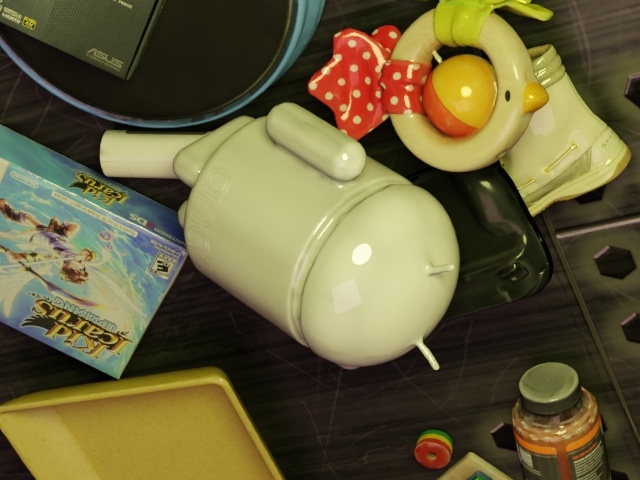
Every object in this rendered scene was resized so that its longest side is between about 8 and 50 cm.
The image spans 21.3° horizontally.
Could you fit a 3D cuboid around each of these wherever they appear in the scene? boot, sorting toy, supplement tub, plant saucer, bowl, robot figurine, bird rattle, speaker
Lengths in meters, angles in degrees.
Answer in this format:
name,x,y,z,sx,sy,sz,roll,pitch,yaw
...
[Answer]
name,x,y,z,sx,sy,sz,roll,pitch,yaw
boot,0.196,-0.105,1.781,0.213,0.077,0.165,-25,114,35
sorting toy,0.206,0.354,2.153,0.274,0.046,0.132,35,128,-13
supplement tub,0.284,0.240,2.004,0.106,0.106,0.198,-3,126,17
plant saucer,-0.198,0.282,2.175,0.333,0.081,0.333,-9,128,22
bowl,-0.187,-0.286,1.744,0.391,0.077,0.391,7,128,9
robot figurine,0.000,0.000,1.755,0.353,0.200,0.300,32,144,35
bird rattle,0.116,-0.163,1.673,0.253,0.143,0.207,-39,68,24
speaker,-0.176,-0.096,1.902,0.136,0.055,0.055,2,127,15

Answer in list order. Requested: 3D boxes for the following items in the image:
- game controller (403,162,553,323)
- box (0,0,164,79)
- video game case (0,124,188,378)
name,x,y,z,sx,sy,sz,roll,pitch,yaw
game controller,0.107,0.014,1.853,0.319,0.067,0.166,-20,94,45
box,-0.259,-0.285,1.676,0.232,0.059,0.183,25,128,-5
video game case,-0.312,0.018,2.025,0.269,0.061,0.244,27,130,-6
